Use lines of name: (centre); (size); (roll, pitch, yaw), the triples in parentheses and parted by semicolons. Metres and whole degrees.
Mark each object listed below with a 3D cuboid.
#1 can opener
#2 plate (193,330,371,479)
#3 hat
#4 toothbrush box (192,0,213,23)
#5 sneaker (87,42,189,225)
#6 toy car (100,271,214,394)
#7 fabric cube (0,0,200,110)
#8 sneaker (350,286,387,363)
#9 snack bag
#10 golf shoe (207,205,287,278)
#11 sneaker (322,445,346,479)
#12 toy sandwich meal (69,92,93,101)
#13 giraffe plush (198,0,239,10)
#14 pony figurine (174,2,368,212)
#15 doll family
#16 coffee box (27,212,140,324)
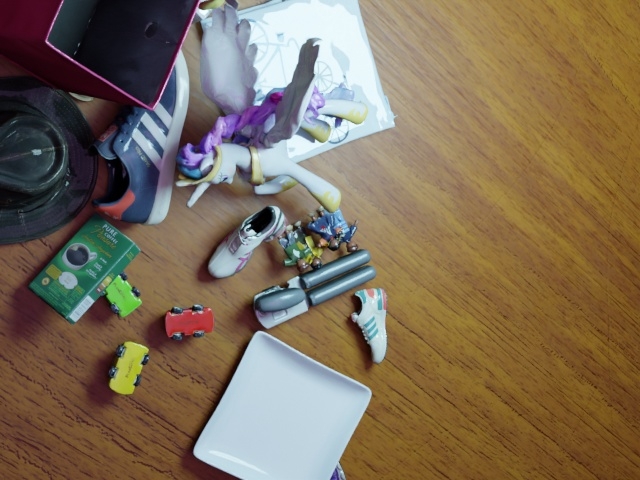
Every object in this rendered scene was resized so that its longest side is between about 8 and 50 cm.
can opener: (-0.008, 0.099, 1.988); (0.280, 0.093, 0.074); (-24, 103, -25)
plate: (-0.075, 0.362, 1.979); (0.278, 0.045, 0.277); (29, 81, -11)
hat: (-0.541, -0.138, 1.714); (0.331, 0.134, 0.331); (-2, 96, -23)
toothbrush box: (-0.212, -0.577, 1.822); (0.216, 0.126, 0.295); (44, 77, -21)
sneaker: (-0.338, -0.204, 1.790); (0.148, 0.131, 0.350); (6, 92, -32)
toy car: (-0.347, 0.141, 1.861); (0.239, 0.053, 0.225); (-38, 107, -17)
fabric cube: (-0.392, -0.394, 1.627); (0.254, 0.258, 0.259); (30, 79, -52)
sneaker: (0.099, 0.177, 2.061); (0.075, 0.057, 0.161); (0, 96, -6)
snack bag: (-0.037, -0.329, 1.966); (0.342, 0.037, 0.323); (-22, 103, -20)
golf shoe: (-0.150, -0.003, 1.901); (0.186, 0.086, 0.067); (-43, 70, -1)
sneaker: (0.017, 0.499, 2.040); (0.071, 0.068, 0.170); (-17, 97, -9)
toy sandwich meal: (-0.425, -0.294, 1.808); (0.085, 0.029, 0.085); (3, 82, -20)
giraffe plush: (-0.159, -0.517, 1.709); (0.170, 0.181, 0.210); (-43, 101, -37)
pony figurine: (-0.084, -0.216, 1.795); (0.363, 0.303, 0.351); (3, 110, -46)
doll family: (0.000, 0.000, 1.985); (0.193, 0.076, 0.111); (-31, 86, -13)
coffee box: (-0.428, 0.051, 1.792); (0.184, 0.113, 0.040); (-51, 155, -13)
